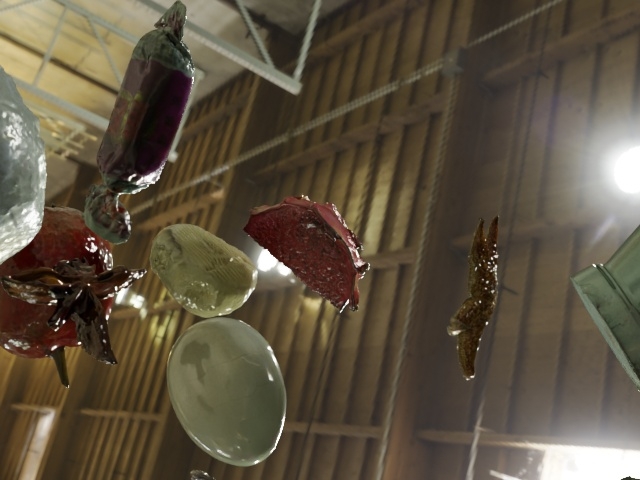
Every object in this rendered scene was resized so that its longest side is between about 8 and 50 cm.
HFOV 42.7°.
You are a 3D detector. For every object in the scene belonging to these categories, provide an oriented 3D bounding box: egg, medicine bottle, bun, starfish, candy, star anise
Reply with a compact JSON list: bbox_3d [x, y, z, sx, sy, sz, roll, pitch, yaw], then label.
[{"bbox_3d":[-0.121,0.199,1.086,0.151,0.151,0.209,-48,-124,29],"label":"egg"},{"bbox_3d":[0.529,0.064,1.150,0.290,0.245,0.245,-30,-143,9],"label":"medicine bottle"},{"bbox_3d":[-0.235,0.063,1.588,0.134,0.220,0.220,-57,-151,17],"label":"bun"},{"bbox_3d":[-0.502,-0.114,1.058,0.362,0.362,0.211,-48,171,29],"label":"bun"},{"bbox_3d":[0.226,0.077,1.156,0.043,0.240,0.227,13,-81,19],"label":"starfish"},{"bbox_3d":[-0.123,-0.083,0.576,0.045,0.043,0.175,24,-83,27],"label":"candy"},{"bbox_3d":[-0.306,0.080,0.981,0.144,0.158,0.140,-43,-161,39],"label":"star anise"}]

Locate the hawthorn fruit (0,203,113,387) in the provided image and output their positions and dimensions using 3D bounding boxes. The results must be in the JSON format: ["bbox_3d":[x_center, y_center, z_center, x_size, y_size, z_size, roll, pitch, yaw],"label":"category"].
[{"bbox_3d":[-0.527,0.102,1.573,0.285,0.285,0.368,-24,-97,51],"label":"hawthorn fruit"}]

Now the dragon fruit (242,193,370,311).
[{"bbox_3d":[0.007,-0.008,1.539,0.126,0.274,0.161,-44,171,-44],"label":"dragon fruit"}]

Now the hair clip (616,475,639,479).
[{"bbox_3d":[0.373,0.466,1.245,0.321,0.091,0.138,-29,-121,17],"label":"hair clip"}]

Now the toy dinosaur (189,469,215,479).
[{"bbox_3d":[-0.148,0.556,1.758,0.294,0.162,0.077,3,-114,22],"label":"toy dinosaur"}]
